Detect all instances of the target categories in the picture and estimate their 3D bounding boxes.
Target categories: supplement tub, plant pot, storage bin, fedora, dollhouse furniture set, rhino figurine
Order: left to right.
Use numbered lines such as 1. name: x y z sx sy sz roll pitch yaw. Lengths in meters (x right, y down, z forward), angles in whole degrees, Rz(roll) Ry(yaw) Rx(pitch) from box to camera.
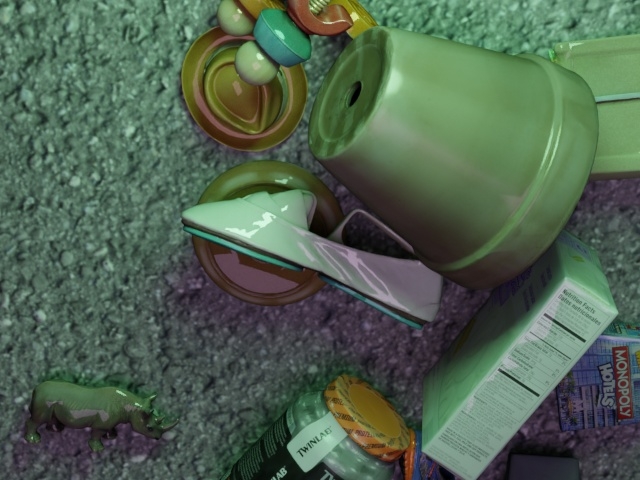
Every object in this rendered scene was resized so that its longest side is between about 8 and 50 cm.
1. rhino figurine: -0.346 0.276 1.992 0.243 0.073 0.106 6 114 0
2. fedora: -0.111 -0.212 1.789 0.194 0.079 0.194 1 111 3
3. plant pot: -0.079 -0.004 1.890 0.236 0.032 0.236 2 111 4
4. supplement tub: -0.020 0.366 1.938 0.193 0.193 0.316 38 109 -10
5. plant pot: 0.150 -0.136 1.632 0.280 0.323 0.323 26 111 -26
6. storage bin: 0.349 0.383 1.980 0.135 0.098 0.091 4 83 3
7. dollhouse furniture set: 0.488 -0.186 1.765 0.302 0.151 0.197 -2 90 23

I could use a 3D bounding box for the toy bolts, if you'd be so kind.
1. toy bolts: -0.035 -0.277 1.688 0.158 0.228 0.218 -41 110 16

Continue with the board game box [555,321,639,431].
1. board game box: 0.454 0.201 1.913 0.194 0.060 0.194 -7 110 8

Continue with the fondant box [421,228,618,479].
1. fondant box: 0.277 0.157 1.814 0.096 0.238 0.330 35 109 -7

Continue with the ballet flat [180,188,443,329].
1. ballet flat: 0.000 0.000 1.815 0.400 0.139 0.139 23 110 -9

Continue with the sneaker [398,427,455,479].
1. sneaker: 0.173 0.400 1.999 0.087 0.083 0.221 -5 114 -3
